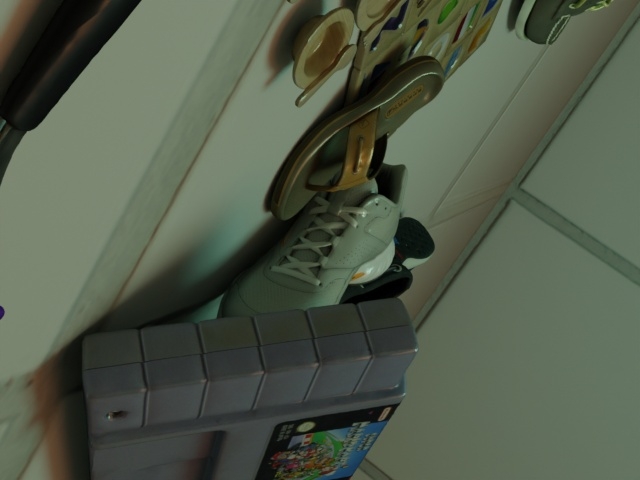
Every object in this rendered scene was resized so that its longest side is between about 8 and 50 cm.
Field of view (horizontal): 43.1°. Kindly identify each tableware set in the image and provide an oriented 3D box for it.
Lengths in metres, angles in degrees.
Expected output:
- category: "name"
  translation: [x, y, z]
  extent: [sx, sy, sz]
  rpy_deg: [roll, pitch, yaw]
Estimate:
- category: "tableware set"
  translation: [0.026, -0.160, 0.472]
  extent: [0.141, 0.020, 0.168]
  rpy_deg: [-45, 162, -23]

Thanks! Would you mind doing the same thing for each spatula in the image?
- category: "spatula"
  translation: [-0.120, -0.021, 0.311]
  extent: [0.296, 0.030, 0.084]
  rpy_deg: [-58, -179, 11]

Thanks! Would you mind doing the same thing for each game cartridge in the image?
- category: "game cartridge"
  translation: [-0.071, 0.169, 0.657]
  extent: [0.230, 0.068, 0.355]
  rpy_deg: [-2, 145, -15]

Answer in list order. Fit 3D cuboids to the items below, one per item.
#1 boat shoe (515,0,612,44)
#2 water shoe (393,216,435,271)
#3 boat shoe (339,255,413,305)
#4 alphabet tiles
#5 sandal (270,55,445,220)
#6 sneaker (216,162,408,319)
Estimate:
- category: "boat shoe"
  translation: [0.288, -0.297, 0.872]
  extent: [0.109, 0.091, 0.305]
  rpy_deg: [-58, 170, -16]
- category: "water shoe"
  translation: [0.084, 0.026, 1.112]
  extent: [0.080, 0.073, 0.203]
  rpy_deg: [-36, 176, 37]
- category: "boat shoe"
  translation: [-0.021, 0.102, 0.802]
  extent: [0.340, 0.113, 0.127]
  rpy_deg: [-40, 163, -44]
- category: "alphabet tiles"
  translation: [0.127, -0.220, 0.708]
  extent: [0.342, 0.011, 0.285]
  rpy_deg: [-46, 165, -28]
- category: "sandal"
  translation: [0.035, -0.075, 0.640]
  extent: [0.180, 0.049, 0.072]
  rpy_deg: [-38, 161, -4]
- category: "sneaker"
  translation: [0.000, 0.000, 0.695]
  extent: [0.262, 0.099, 0.121]
  rpy_deg: [-45, 157, -55]
